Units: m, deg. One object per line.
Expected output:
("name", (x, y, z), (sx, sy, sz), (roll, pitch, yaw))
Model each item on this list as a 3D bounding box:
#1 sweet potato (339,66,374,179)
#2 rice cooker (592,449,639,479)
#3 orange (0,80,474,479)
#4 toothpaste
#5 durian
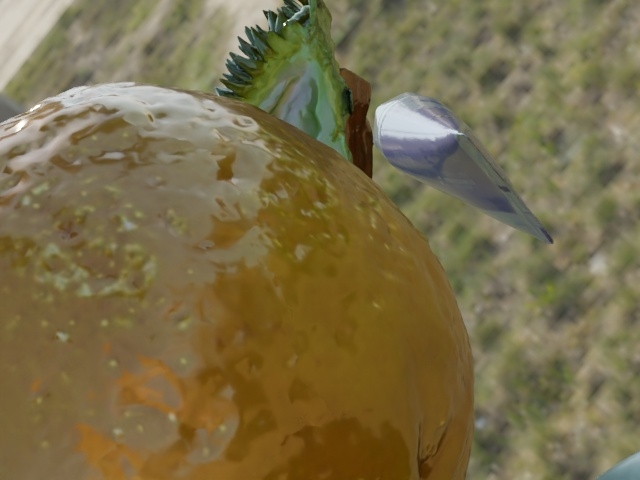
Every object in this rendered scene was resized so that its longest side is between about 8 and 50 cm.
("sweet potato", (-0.005, -0.044, 1.407), (0.097, 0.097, 0.252), (-85, -2, -59))
("rice cooker", (0.220, 0.248, 0.686), (0.335, 0.325, 0.335), (-28, 47, 34))
("orange", (-0.080, 0.096, 0.851), (0.293, 0.340, 0.341), (35, 86, 30))
("toothpaste", (0.120, -0.075, 1.559), (0.080, 0.125, 0.371), (-40, 16, 1))
("durian", (-0.006, -0.004, 1.189), (0.169, 0.157, 0.356), (-7, 88, 52))
